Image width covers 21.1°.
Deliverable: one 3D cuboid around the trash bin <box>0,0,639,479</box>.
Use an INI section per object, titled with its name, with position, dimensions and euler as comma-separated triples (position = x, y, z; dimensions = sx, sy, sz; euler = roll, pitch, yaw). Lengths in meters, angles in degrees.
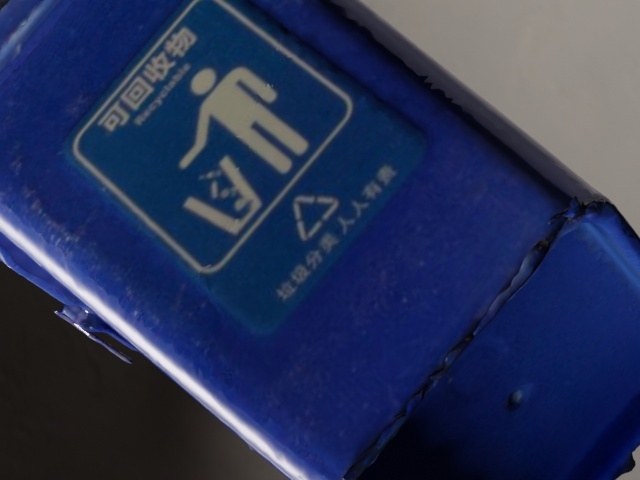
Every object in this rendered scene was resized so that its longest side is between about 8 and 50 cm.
[trash bin]
position = 0.000, 0.000, 0.553
dimensions = 0.162, 0.234, 0.184
euler = -51, 140, -1
